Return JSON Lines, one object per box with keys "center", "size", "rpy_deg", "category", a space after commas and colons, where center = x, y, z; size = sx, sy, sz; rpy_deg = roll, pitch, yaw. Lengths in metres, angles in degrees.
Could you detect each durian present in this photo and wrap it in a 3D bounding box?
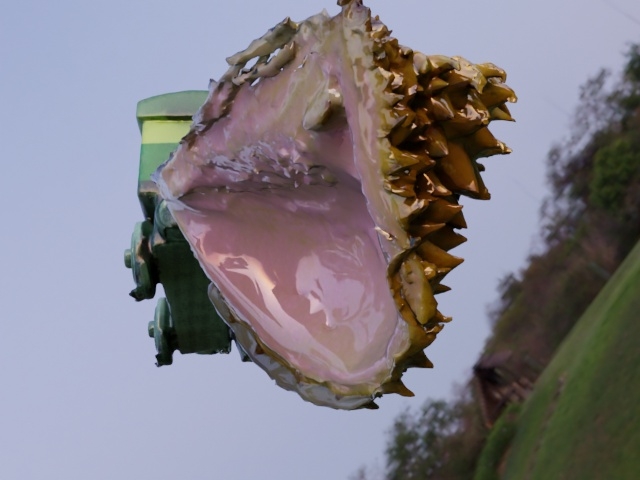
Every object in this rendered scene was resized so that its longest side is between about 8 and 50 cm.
{"center": [0.009, 0.006, 0.625], "size": [0.185, 0.196, 0.305], "rpy_deg": [-4, -15, -38], "category": "durian"}

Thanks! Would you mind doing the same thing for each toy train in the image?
{"center": [-0.120, 0.000, 1.030], "size": [0.301, 0.120, 0.202], "rpy_deg": [90, 180, -62], "category": "toy train"}
